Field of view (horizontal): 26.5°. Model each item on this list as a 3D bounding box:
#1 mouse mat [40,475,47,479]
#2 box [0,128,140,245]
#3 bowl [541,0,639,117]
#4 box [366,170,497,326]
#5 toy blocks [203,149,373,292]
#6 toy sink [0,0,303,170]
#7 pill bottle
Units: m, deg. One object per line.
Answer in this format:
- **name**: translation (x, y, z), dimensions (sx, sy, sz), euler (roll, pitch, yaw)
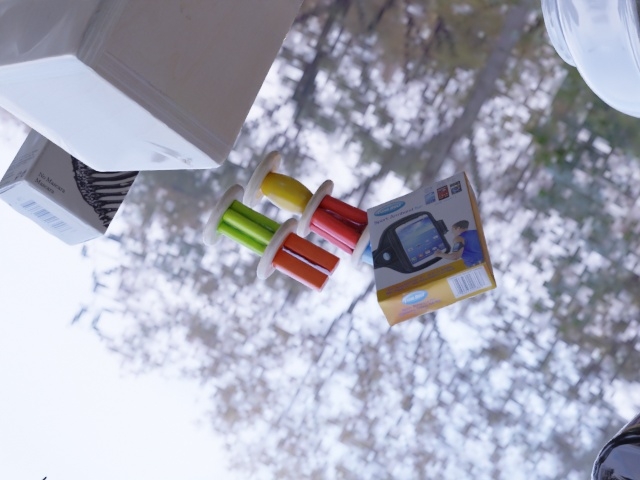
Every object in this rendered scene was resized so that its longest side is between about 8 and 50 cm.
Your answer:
- **mouse mat**: translation (-0.387, 0.350, 1.574), dimensions (0.007, 0.152, 0.190), euler (43, -112, -3)
- **box**: translation (-0.239, -0.137, 1.507), dimensions (0.113, 0.275, 0.094), euler (36, 154, -25)
- **bowl**: translation (0.305, -0.247, 1.326), dimensions (0.134, 0.298, 0.298), euler (-1, -175, 36)
- **box**: translation (0.077, 0.000, 0.984), dimensions (0.136, 0.081, 0.028), euler (-95, -19, -54)
- **toy blocks**: translation (0.000, 0.000, 1.049), dimensions (0.148, 0.054, 0.123), euler (29, -145, 9)
- **toy sink**: translation (-0.096, -0.172, 0.872), dimensions (0.131, 0.234, 0.152), euler (36, 158, -35)
- **pill bottle**: translation (0.367, 0.216, 1.372), dimensions (0.122, 0.123, 0.219), euler (35, -153, 20)
